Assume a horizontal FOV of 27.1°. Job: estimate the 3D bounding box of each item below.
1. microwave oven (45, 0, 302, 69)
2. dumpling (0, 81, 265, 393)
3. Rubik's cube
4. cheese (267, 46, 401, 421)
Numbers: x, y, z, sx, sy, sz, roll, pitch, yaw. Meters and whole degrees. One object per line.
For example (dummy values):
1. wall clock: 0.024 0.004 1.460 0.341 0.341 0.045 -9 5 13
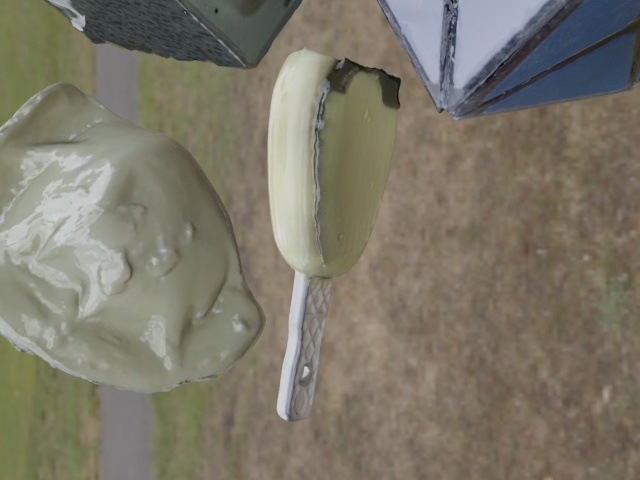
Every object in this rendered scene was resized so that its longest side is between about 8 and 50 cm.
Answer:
1. microwave oven: -0.208 -0.377 1.158 0.374 0.432 0.236 18 72 52
2. dumpling: -0.255 0.019 1.554 0.395 0.315 0.233 50 149 -4
3. Rubik's cube: 0.186 -0.270 1.029 0.260 0.259 0.255 -43 67 42
4. cheese: 0.000 0.000 0.914 0.054 0.127 0.251 11 93 30
